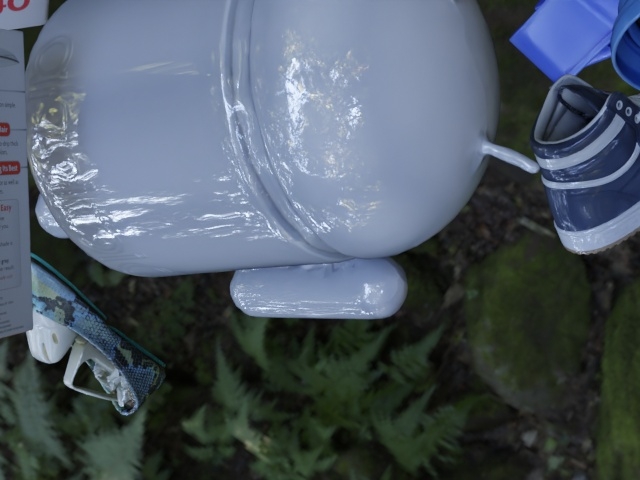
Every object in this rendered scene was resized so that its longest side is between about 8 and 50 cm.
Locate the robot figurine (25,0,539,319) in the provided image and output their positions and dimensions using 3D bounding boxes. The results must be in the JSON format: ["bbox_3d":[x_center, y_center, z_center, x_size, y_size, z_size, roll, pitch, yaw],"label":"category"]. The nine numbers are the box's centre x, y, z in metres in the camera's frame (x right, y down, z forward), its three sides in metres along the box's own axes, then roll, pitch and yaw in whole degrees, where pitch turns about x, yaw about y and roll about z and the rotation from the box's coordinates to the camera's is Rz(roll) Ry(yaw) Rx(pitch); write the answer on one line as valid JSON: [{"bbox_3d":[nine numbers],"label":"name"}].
[{"bbox_3d":[-0.040,-0.081,0.675,0.353,0.200,0.300,-6,117,35],"label":"robot figurine"}]

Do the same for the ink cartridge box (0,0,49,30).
[{"bbox_3d":[-0.295,-0.282,0.755,0.117,0.207,0.283,46,138,32],"label":"ink cartridge box"}]

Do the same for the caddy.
[{"bbox_3d":[0.499,-0.414,1.934,0.179,0.241,0.341,41,148,-1],"label":"caddy"}]

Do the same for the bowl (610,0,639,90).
[{"bbox_3d":[0.554,-0.277,1.329,0.391,0.077,0.391,0,163,0],"label":"bowl"}]

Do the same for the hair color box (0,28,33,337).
[{"bbox_3d":[-0.201,-0.029,0.569,0.053,0.167,0.093,3,-174,22],"label":"hair color box"}]

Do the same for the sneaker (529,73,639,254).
[{"bbox_3d":[0.327,-0.124,1.062,0.153,0.282,0.099,59,169,-28],"label":"sneaker"}]

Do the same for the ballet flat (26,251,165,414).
[{"bbox_3d":[-0.193,0.082,0.868,0.070,0.070,0.188,7,150,43],"label":"ballet flat"}]
